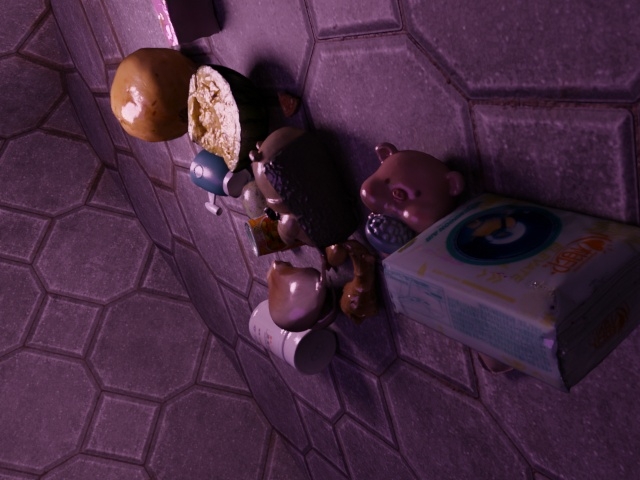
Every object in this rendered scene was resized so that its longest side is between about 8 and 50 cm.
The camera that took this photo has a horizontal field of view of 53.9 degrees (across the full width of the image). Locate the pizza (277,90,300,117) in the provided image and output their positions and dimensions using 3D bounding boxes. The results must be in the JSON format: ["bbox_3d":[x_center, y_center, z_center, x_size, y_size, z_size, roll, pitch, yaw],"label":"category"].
[{"bbox_3d":[-0.087,-0.385,1.732,0.078,0.025,0.083,55,147,4],"label":"pizza"}]

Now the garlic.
[{"bbox_3d":[-0.025,0.182,2.013,0.340,0.231,0.245,-16,61,56],"label":"garlic"}]

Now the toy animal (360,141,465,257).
[{"bbox_3d":[0.201,-0.065,1.351,0.210,0.229,0.221,23,177,27],"label":"toy animal"}]

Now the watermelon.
[{"bbox_3d":[-0.257,-0.373,1.878,0.331,0.189,0.330,22,120,44],"label":"watermelon"}]

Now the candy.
[{"bbox_3d":[-0.415,-0.719,1.856,0.116,0.155,0.265,23,135,48],"label":"candy"}]

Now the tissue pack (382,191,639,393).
[{"bbox_3d":[0.339,0.064,1.097,0.388,0.287,0.162,23,140,53],"label":"tissue pack"}]

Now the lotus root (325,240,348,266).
[{"bbox_3d":[0.050,0.030,1.845,0.150,0.062,0.073,104,156,-58],"label":"lotus root"}]

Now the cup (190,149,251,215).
[{"bbox_3d":[-0.337,-0.228,2.196,0.173,0.167,0.299,30,115,34],"label":"cup"}]

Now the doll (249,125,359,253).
[{"bbox_3d":[-0.049,-0.128,1.692,0.349,0.247,0.247,54,157,-16],"label":"doll"}]

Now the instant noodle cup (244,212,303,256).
[{"bbox_3d":[-0.126,-0.032,1.924,0.168,0.185,0.168,160,90,-77],"label":"instant noodle cup"}]

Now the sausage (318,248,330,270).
[{"bbox_3d":[0.000,0.000,1.944,0.029,0.029,0.223,23,134,53],"label":"sausage"}]

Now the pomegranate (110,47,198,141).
[{"bbox_3d":[-0.561,-0.503,2.163,0.332,0.333,0.332,42,148,35],"label":"pomegranate"}]

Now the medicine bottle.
[{"bbox_3d":[-0.103,0.345,2.285,0.332,0.190,0.190,21,133,54],"label":"medicine bottle"}]

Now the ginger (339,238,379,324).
[{"bbox_3d":[0.106,0.116,1.798,0.131,0.086,0.294,24,134,37],"label":"ginger"}]

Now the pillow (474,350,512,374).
[{"bbox_3d":[0.368,0.206,1.462,0.232,0.038,0.130,58,151,7],"label":"pillow"}]

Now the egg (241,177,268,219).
[{"bbox_3d":[-0.179,-0.118,2.029,0.141,0.141,0.181,12,132,58],"label":"egg"}]
